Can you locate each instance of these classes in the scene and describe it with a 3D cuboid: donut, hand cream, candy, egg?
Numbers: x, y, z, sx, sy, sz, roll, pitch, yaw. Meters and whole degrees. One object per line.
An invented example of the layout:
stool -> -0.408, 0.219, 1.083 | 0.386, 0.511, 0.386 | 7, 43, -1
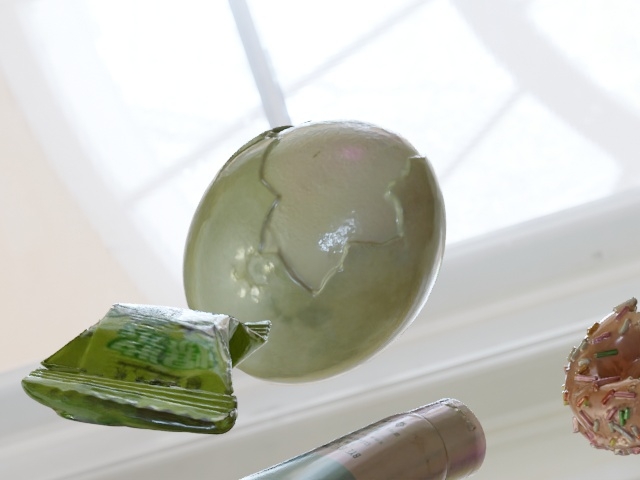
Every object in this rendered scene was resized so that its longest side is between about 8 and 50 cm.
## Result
donut -> 0.265, 0.130, 1.516 | 0.065, 0.117, 0.166 | 47, -165, -22
hand cream -> 0.003, 0.192, 1.276 | 0.312, 0.111, 0.070 | -15, -76, -42
candy -> -0.120, 0.083, 1.249 | 0.246, 0.149, 0.069 | -55, -28, -82
egg -> 0.000, 0.000, 1.893 | 0.278, 0.336, 0.278 | 26, -144, -20
